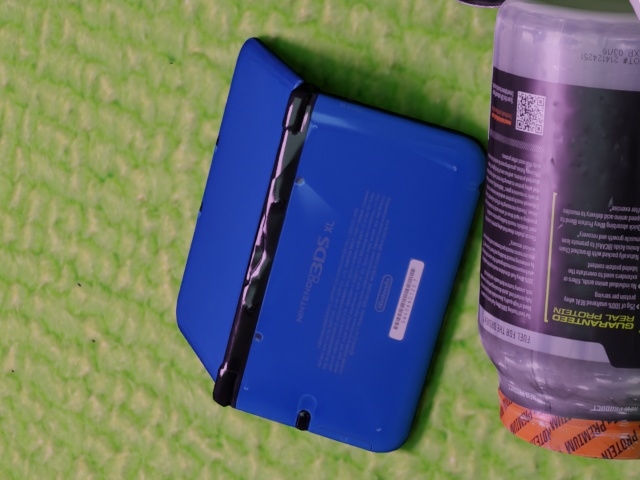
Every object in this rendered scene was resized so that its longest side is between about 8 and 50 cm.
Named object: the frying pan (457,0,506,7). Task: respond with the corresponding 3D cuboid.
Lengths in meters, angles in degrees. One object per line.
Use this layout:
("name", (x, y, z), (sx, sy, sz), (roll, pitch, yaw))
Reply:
("frying pan", (0.189, -0.305, 1.405), (0.326, 0.053, 0.197), (-27, 77, 37))

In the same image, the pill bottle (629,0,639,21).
("pill bottle", (0.325, -0.176, 1.154), (0.162, 0.278, 0.162), (5, 97, 39))

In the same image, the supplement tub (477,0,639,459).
("supplement tub", (0.212, -0.016, 1.313), (0.194, 0.194, 0.316), (14, 108, 38))

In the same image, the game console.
("game console", (0.000, 0.000, 1.612), (0.250, 0.173, 0.293), (17, 108, 6))
